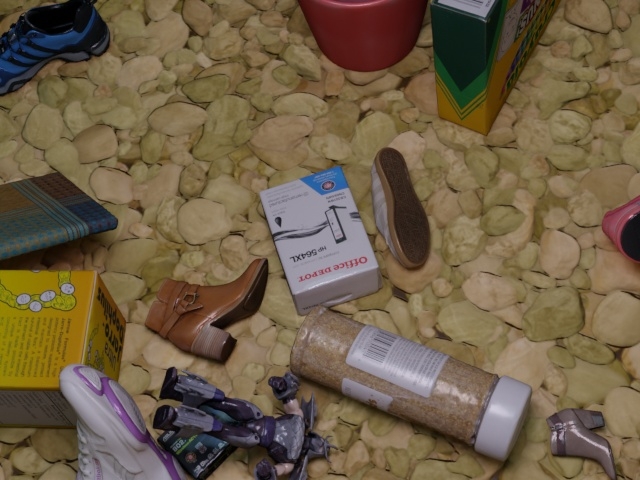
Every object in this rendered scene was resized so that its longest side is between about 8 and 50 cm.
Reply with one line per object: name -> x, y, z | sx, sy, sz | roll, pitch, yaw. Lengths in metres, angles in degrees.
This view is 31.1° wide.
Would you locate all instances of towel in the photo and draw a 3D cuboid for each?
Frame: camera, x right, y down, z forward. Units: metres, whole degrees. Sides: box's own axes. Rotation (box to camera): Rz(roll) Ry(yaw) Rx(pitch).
towel -> -0.544, -0.021, 1.841 | 0.370, 0.040, 0.271 | -16, 28, -28

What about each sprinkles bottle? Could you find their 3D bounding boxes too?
sprinkles bottle -> 0.134, 0.211, 1.735 | 0.355, 0.121, 0.121 | 21, 66, 16

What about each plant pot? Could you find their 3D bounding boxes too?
plant pot -> 0.074, -0.443, 2.015 | 0.275, 0.243, 0.275 | -2, 62, 4

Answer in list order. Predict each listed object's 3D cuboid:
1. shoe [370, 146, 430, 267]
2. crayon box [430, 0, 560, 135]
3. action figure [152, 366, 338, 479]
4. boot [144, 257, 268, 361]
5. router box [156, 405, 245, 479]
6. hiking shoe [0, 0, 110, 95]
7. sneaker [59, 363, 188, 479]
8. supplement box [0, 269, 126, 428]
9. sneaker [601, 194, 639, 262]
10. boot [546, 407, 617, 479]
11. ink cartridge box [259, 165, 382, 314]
shoe -> 0.128, -0.048, 1.915 | 0.076, 0.058, 0.219 | 3, 62, -28
crayon box -> 0.312, -0.413, 1.934 | 0.106, 0.313, 0.363 | 23, 67, 20
action figure -> -0.102, 0.276, 1.698 | 0.285, 0.099, 0.185 | 19, 52, -18
boot -> -0.182, 0.089, 1.863 | 0.152, 0.073, 0.197 | 21, 64, 20
router box -> -0.175, 0.298, 1.768 | 0.092, 0.038, 0.122 | 39, 72, 23
hiking shoe -> -0.542, -0.366, 2.102 | 0.304, 0.132, 0.113 | -25, 63, -7
sneaker -> -0.305, 0.312, 1.645 | 0.152, 0.305, 0.114 | -28, 28, 0
supplement box -> -0.506, 0.169, 1.783 | 0.356, 0.194, 0.195 | 0, 62, 6
sneaker -> 0.591, -0.067, 1.829 | 0.314, 0.136, 0.116 | -18, 107, -7
boot -> 0.385, 0.305, 1.709 | 0.087, 0.042, 0.118 | -13, 61, 6
ink cartridge box -> 0.000, 0.000, 1.879 | 0.148, 0.086, 0.203 | -18, 61, -4
